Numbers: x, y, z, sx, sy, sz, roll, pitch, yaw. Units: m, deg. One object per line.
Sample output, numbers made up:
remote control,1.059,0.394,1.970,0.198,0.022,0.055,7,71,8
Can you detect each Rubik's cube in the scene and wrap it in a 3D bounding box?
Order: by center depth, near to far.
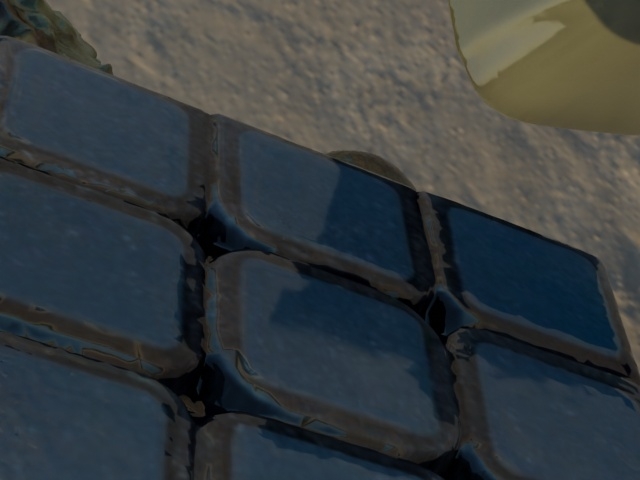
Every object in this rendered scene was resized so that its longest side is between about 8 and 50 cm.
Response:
Rubik's cube,-0.057,0.150,0.649,0.305,0.301,0.304,-98,32,-57

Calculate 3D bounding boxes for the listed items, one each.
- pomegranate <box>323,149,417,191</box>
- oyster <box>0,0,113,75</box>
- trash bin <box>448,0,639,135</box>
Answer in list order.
pomegranate,0.005,-0.007,1.304,0.163,0.138,0.125,9,38,16
oyster,-0.284,-0.149,1.325,0.354,0.107,0.201,20,49,8
trash bin,0.202,-0.182,0.907,0.250,0.219,0.220,-36,54,55
